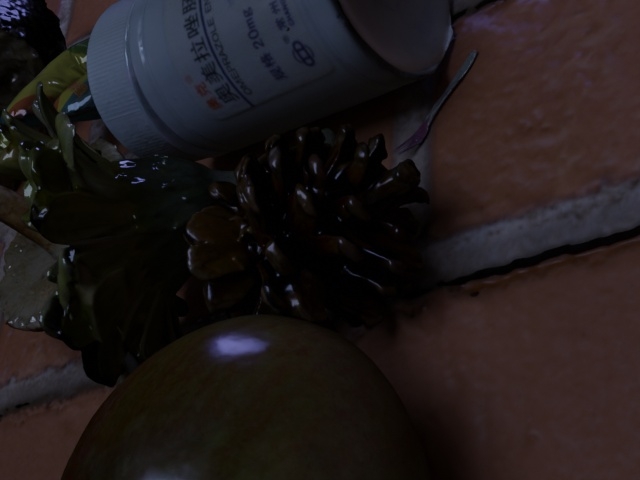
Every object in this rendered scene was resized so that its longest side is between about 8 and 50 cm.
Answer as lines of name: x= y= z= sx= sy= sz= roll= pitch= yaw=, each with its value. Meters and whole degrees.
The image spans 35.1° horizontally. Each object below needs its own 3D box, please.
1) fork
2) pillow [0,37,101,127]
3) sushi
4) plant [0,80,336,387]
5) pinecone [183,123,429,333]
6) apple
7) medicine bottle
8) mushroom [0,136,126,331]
fork: x=0.105 y=-0.121 z=0.897 sx=0.115 sy=0.012 sz=0.016 roll=-53 pitch=44 yaw=1
pillow: x=-0.255 y=-0.189 z=1.202 sx=0.233 sy=0.086 sz=0.214 roll=5 pitch=37 yaw=45
sushi: x=-0.477 y=-0.184 z=1.393 sx=0.350 sy=0.211 sz=0.170 roll=-43 pitch=47 yaw=28
plant: x=-0.142 y=0.010 z=0.902 sx=0.306 sy=0.297 sz=0.261 roll=104 pitch=173 yaw=-79
pinecone: x=-0.002 y=-0.001 z=0.809 sx=0.195 sy=0.179 sz=0.150 roll=-44 pitch=38 yaw=9
apple: x=-0.060 y=0.183 z=0.691 sx=0.257 sy=0.234 sz=0.256 roll=10 pitch=107 yaw=37
medicine bottle: x=-0.060 y=-0.196 z=0.970 sx=0.332 sy=0.190 sz=0.190 roll=-15 pitch=57 yaw=41
mushroom: x=-0.359 y=-0.018 z=1.120 sx=0.233 sy=0.302 sz=0.208 roll=-95 pitch=16 yaw=-47
